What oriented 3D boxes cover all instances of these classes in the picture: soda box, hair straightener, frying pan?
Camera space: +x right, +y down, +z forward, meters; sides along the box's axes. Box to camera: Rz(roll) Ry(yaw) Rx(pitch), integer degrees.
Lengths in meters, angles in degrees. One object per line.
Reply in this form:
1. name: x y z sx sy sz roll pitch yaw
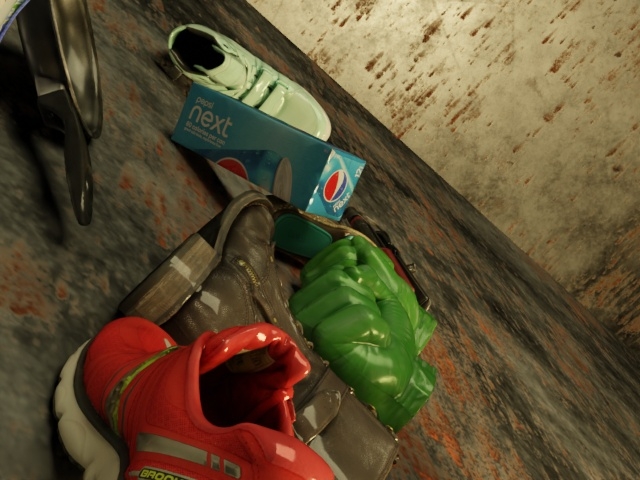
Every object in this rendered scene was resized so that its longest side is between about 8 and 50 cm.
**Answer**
1. soda box: -0.059 -0.096 1.028 0.210 0.071 0.067 29 9 34
2. hair straightener: 0.088 0.029 1.322 0.089 0.047 0.230 33 14 -41
3. frying pan: -0.212 -0.125 0.814 0.197 0.053 0.326 89 -9 -69

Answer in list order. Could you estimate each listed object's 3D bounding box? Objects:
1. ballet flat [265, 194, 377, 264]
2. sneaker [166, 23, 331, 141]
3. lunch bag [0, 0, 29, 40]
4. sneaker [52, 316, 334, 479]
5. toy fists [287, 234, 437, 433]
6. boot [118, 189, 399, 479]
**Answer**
1. ballet flat: 0.000 0.000 1.080 0.206 0.073 0.067 35 8 -44
2. sneaker: -0.102 -0.201 1.306 0.255 0.094 0.151 34 9 -3
3. lunch bag: -0.263 -0.245 0.492 0.239 0.328 0.385 49 16 25
4. sneaker: -0.057 0.089 0.490 0.107 0.118 0.279 38 0 -24
5. toy fists: 0.042 0.073 0.932 0.142 0.096 0.279 43 15 -5
6. boot: -0.028 0.088 0.732 0.229 0.091 0.263 47 21 -4
